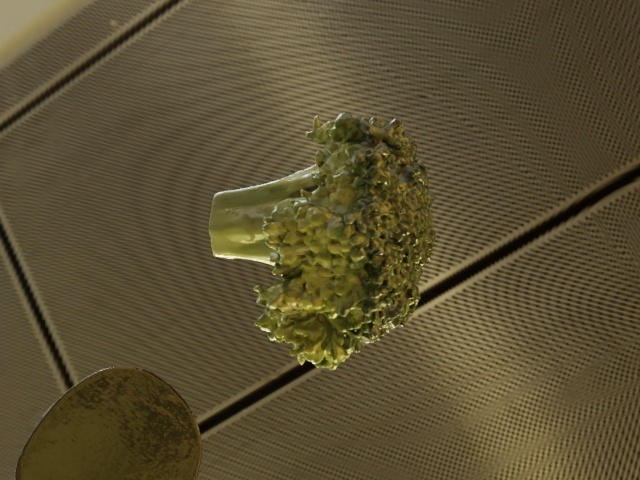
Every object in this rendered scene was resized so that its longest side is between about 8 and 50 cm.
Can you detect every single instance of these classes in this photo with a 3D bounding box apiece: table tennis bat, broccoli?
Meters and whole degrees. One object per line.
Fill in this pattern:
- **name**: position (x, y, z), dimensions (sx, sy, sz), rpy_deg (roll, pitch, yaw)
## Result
- **table tennis bat**: position (-0.232, 0.261, 1.007), dimensions (0.173, 0.022, 0.301), rpy_deg (42, -119, -12)
- **broccoli**: position (0.000, 0.000, 1.103), dimensions (0.243, 0.247, 0.263), rpy_deg (3, -89, 15)
